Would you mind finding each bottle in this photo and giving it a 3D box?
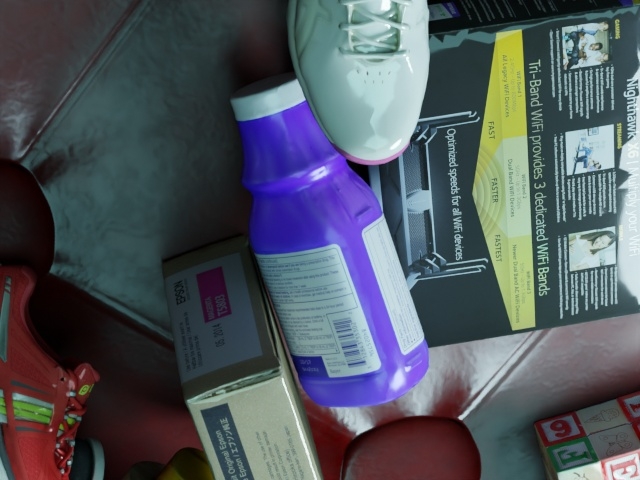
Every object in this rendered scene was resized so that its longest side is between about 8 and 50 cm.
[{"bbox_3d":[0.000,0.000,1.498,0.118,0.092,0.283,-7,109,42],"label":"bottle"}]

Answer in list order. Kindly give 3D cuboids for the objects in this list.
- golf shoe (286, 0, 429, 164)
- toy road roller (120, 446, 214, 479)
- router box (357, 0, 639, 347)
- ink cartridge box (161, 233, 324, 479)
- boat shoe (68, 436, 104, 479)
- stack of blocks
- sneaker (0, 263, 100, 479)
[{"bbox_3d":[0.033,-0.209,1.362,0.115,0.140,0.306,-3,95,-5],"label":"golf shoe"},{"bbox_3d":[-0.065,0.338,1.682,0.329,0.240,0.202,38,107,1],"label":"toy road roller"},{"bbox_3d":[0.156,-0.064,1.549,0.243,0.081,0.309,-8,120,-4],"label":"router box"},{"bbox_3d":[-0.062,0.137,1.535,0.088,0.235,0.193,-18,119,0],"label":"ink cartridge box"},{"bbox_3d":[-0.309,0.288,1.648,0.091,0.114,0.302,27,111,-28],"label":"boat shoe"},{"bbox_3d":[0.330,0.297,1.776,0.171,0.087,0.297,-16,120,-1],"label":"stack of blocks"},{"bbox_3d":[-0.241,0.151,1.540,0.118,0.107,0.279,-21,90,-6],"label":"sneaker"}]
